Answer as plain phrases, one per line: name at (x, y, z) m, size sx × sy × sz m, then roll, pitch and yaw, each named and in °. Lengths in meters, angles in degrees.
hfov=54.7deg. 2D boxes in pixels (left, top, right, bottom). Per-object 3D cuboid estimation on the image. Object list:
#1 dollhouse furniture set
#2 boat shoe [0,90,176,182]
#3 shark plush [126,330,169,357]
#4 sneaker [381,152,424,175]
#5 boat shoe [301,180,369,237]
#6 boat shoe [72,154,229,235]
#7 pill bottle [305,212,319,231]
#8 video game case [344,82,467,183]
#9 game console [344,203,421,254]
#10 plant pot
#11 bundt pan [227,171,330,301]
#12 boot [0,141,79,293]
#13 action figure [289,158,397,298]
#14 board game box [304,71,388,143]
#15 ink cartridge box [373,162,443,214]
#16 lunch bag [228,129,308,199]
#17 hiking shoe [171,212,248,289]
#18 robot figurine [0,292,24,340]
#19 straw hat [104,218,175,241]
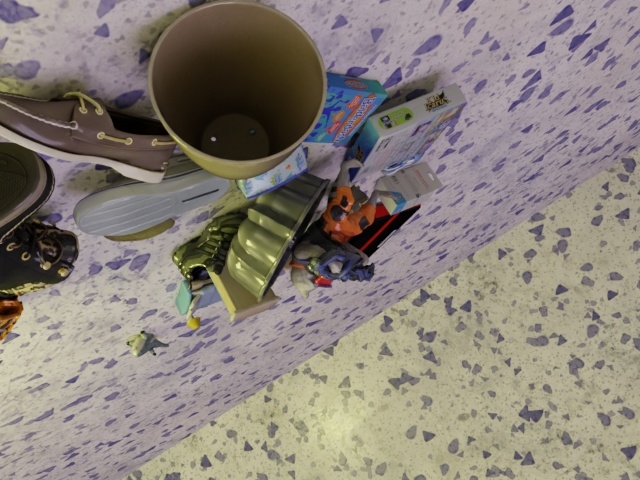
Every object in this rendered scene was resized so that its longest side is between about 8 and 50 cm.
dollhouse furniture set at (-0.224, 0.159, 1.761) m, size 0.286 × 0.198 × 0.303 m, roll -17°, pitch 156°, yaw -33°
boat shoe at (-0.349, -0.171, 0.937) m, size 0.324 × 0.116 × 0.097 m, roll 13°, pitch 114°, yaw -55°
shark plush at (-0.532, 0.332, 1.913) m, size 0.073 × 0.067 × 0.161 m, roll -33°, pitch 160°, yaw 4°
sneaker at (0.227, -0.232, 1.699) m, size 0.144 × 0.053 × 0.059 m, roll -35°, pitch 158°, yaw 6°
boat shoe at (0.037, -0.044, 1.636) m, size 0.305 × 0.091 × 0.109 m, roll -51°, pitch 175°, yaw -38°
boat shoe at (-0.322, -0.092, 1.175) m, size 0.302 × 0.094 × 0.109 m, roll -19°, pitch 147°, yaw -32°
pill bottle at (0.000, 0.000, 1.823) m, size 0.117 × 0.117 × 0.215 m, roll -34°, pitch 160°, yaw 6°
video game case at (0.198, -0.258, 1.522) m, size 0.244 × 0.061 × 0.269 m, roll -24°, pitch 169°, yaw -18°
game console at (0.133, -0.001, 2.123) m, size 0.342 × 0.060 × 0.386 m, roll -17°, pitch 157°, yaw -47°
plant pot at (-0.139, -0.203, 1.019) m, size 0.256 × 0.256 × 0.274 m, roll -26°, pitch 173°, yaw -14°
bundt pan at (-0.110, -0.029, 1.445) m, size 0.331 × 0.124 × 0.331 m, roll -61°, pitch 180°, yaw -1°
boot at (-0.510, -0.014, 1.008) m, size 0.377 × 0.138 × 0.284 m, roll -28°, pitch 161°, yaw 16°
action figure at (0.043, -0.007, 1.512) m, size 0.330 × 0.178 × 0.341 m, roll -55°, pitch 155°, yaw 0°
board game box at (0.025, -0.276, 1.311) m, size 0.210 × 0.047 × 0.160 m, roll -9°, pitch 150°, yaw -49°
ink cartridge box at (0.264, -0.156, 1.852) m, size 0.180 × 0.104 × 0.060 m, roll -21°, pitch 157°, yaw -25°
lunch bag at (-0.107, -0.174, 1.232) m, size 0.151 × 0.096 × 0.129 m, roll -23°, pitch 123°, yaw -11°
hiking shoe at (-0.253, 0.026, 1.525) m, size 0.227 × 0.114 × 0.086 m, roll -36°, pitch 160°, yaw 13°
robot figurine at (-0.724, 0.159, 1.208) m, size 0.291 × 0.085 × 0.211 m, roll -5°, pitch 148°, yaw -51°
straw hat at (-0.369, -0.053, 1.244) m, size 0.144 × 0.144 × 0.061 m, roll -18°, pitch 118°, yaw -32°
